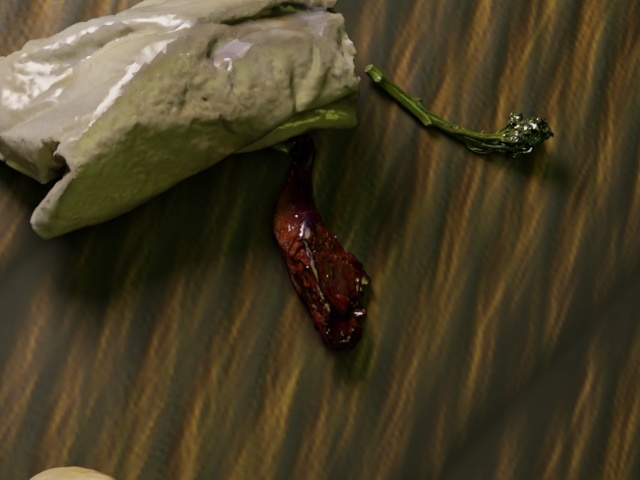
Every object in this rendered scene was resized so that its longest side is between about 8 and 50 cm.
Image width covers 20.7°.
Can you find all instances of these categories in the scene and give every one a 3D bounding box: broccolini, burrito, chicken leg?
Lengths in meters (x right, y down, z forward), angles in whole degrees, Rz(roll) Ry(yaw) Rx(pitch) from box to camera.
[{"bbox_3d":[0.129,-0.119,1.692,0.194,0.054,0.052,17,91,-13],"label":"broccolini"},{"bbox_3d":[-0.132,-0.138,1.548,0.331,0.135,0.190,-21,79,-23],"label":"burrito"},{"bbox_3d":[-0.004,0.003,1.610,0.093,0.053,0.205,-17,90,-45],"label":"chicken leg"}]

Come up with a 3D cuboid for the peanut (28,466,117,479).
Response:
[{"bbox_3d":[-0.199,0.339,1.409,0.152,0.152,0.313,4,72,-18],"label":"peanut"}]
